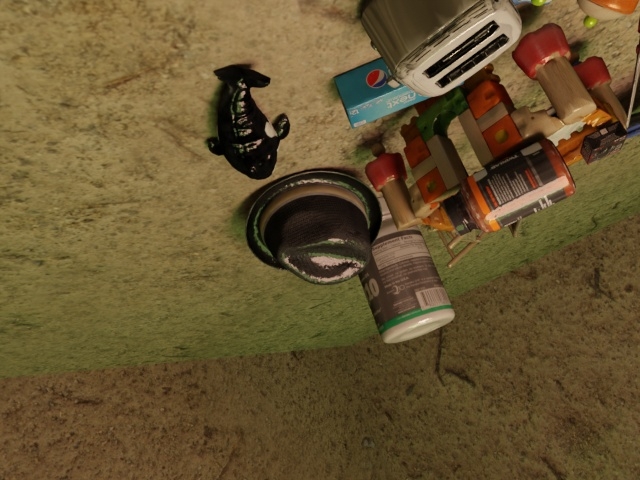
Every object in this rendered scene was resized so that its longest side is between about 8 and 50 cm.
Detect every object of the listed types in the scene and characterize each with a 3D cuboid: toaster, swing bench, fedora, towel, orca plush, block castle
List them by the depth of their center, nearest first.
[{"bbox_3d":[0.175,-0.311,0.725,0.227,0.147,0.129,-31,157,30],"label":"toaster"},{"bbox_3d":[-0.109,-0.169,0.898,0.151,0.102,0.287,-11,158,-19],"label":"orca plush"},{"bbox_3d":[0.330,-0.204,1.041,0.302,0.213,0.453,0,153,-45],"label":"block castle"},{"bbox_3d":[0.000,0.000,1.194,0.333,0.153,0.334,-9,130,-11],"label":"fedora"},{"bbox_3d":[0.779,-0.289,1.292,0.285,0.034,0.209,-27,-177,-36],"label":"towel"},{"bbox_3d":[0.467,-0.064,1.580,0.254,0.165,0.253,-26,158,4],"label":"swing bench"}]

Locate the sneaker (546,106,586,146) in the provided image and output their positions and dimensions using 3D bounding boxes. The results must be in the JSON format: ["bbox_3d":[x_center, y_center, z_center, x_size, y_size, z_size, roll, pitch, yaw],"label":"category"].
[{"bbox_3d":[0.569,-0.270,1.273,0.115,0.091,0.232,-10,150,-4],"label":"sneaker"}]

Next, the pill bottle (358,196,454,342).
[{"bbox_3d":[0.203,0.076,1.411,0.204,0.361,0.204,-16,159,-7],"label":"pill bottle"}]

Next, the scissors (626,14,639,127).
[{"bbox_3d":[0.544,-0.345,0.875,0.021,0.109,0.297,3,134,21],"label":"scissors"}]

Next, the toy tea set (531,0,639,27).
[{"bbox_3d":[0.373,-0.337,0.694,0.335,0.200,0.124,-5,135,-29],"label":"toy tea set"}]

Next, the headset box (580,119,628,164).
[{"bbox_3d":[0.504,-0.172,0.929,0.062,0.032,0.083,-25,159,13],"label":"headset box"}]

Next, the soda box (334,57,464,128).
[{"bbox_3d":[0.136,-0.273,0.890,0.210,0.071,0.067,-21,160,5],"label":"soda box"}]

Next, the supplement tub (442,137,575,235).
[{"bbox_3d":[0.308,-0.081,0.871,0.197,0.106,0.106,-27,158,20],"label":"supplement tub"}]

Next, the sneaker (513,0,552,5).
[{"bbox_3d":[0.308,-0.390,0.779,0.144,0.053,0.059,-18,160,-26],"label":"sneaker"}]
